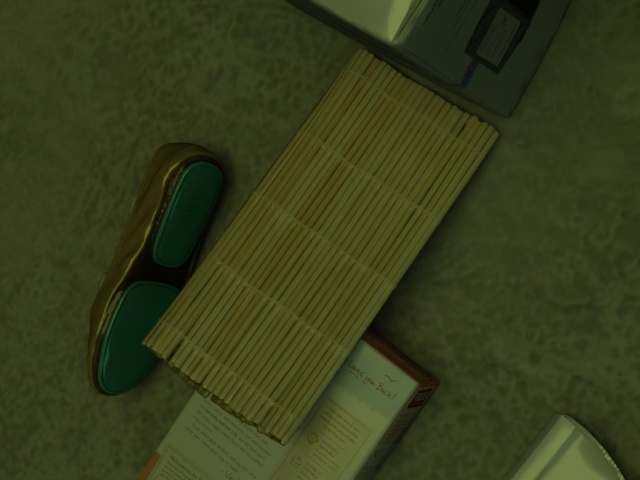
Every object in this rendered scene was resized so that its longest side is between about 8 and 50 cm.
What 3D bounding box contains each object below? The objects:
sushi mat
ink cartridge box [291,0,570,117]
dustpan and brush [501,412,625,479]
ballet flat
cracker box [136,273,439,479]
[{"bbox_3d":[0.000,0.000,1.206,0.151,0.019,0.316,32,79,18],"label":"sushi mat"},{"bbox_3d":[0.042,-0.215,1.101,0.226,0.306,0.131,31,97,19],"label":"ink cartridge box"},{"bbox_3d":[0.218,0.252,1.142,0.211,0.060,0.147,39,101,18],"label":"dustpan and brush"},{"bbox_3d":[-0.152,0.022,1.297,0.073,0.080,0.232,29,96,47],"label":"ballet flat"},{"bbox_3d":[-0.031,0.164,1.236,0.156,0.067,0.232,38,100,20],"label":"cracker box"}]
